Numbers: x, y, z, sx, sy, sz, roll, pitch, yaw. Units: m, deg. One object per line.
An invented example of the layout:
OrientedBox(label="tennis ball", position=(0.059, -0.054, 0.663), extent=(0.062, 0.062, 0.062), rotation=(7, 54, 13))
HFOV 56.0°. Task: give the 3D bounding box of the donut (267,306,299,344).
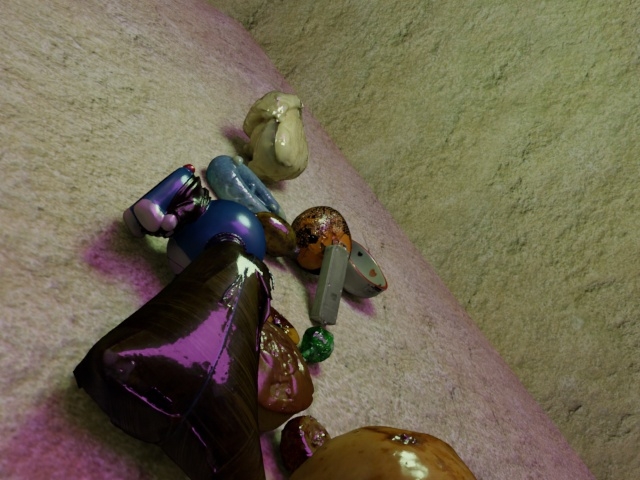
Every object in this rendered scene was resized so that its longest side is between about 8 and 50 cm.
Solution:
OrientedBox(label="donut", position=(-0.121, 0.225, 1.512), extent=(0.140, 0.059, 0.140), rotation=(38, 18, -15))

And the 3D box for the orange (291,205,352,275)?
OrientedBox(label="orange", position=(0.000, 0.000, 1.992), extent=(0.234, 0.182, 0.235), rotation=(3, 85, -37))

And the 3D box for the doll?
OrientedBox(label="doll", position=(-0.268, -0.010, 1.376), extent=(0.310, 0.240, 0.284), rotation=(50, -11, -16))

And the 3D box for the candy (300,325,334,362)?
OrientedBox(label="candy", position=(-0.056, 0.303, 1.522), extent=(0.097, 0.097, 0.323), rotation=(51, 27, 8))

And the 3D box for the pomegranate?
OrientedBox(label="pomegranate", position=(0.110, 0.531, 1.022), extent=(0.410, 0.410, 0.410), rotation=(42, 20, -19))

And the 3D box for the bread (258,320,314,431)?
OrientedBox(label="bread", position=(-0.138, 0.266, 1.262), extent=(0.270, 0.148, 0.270), rotation=(42, 20, -19))

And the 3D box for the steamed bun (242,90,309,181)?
OrientedBox(label="steamed bun", position=(-0.183, -0.393, 2.305), extent=(0.325, 0.230, 0.373), rotation=(44, 43, -64))

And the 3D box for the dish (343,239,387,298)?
OrientedBox(label="dish", position=(0.120, 0.112, 2.196), extent=(0.256, 0.117, 0.256), rotation=(42, 20, -20))

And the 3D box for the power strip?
OrientedBox(label="power strip", position=(0.031, 0.134, 1.850), extent=(0.078, 0.052, 0.272), rotation=(30, 61, -39))

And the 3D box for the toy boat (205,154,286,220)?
OrientedBox(label="toy boat", position=(-0.220, -0.155, 1.952), extent=(0.330, 0.123, 0.215), rotation=(45, 20, -15))

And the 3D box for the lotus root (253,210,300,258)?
OrientedBox(label="lotus root", position=(-0.144, -0.016, 1.853), extent=(0.209, 0.120, 0.120), rotation=(39, 21, -21))

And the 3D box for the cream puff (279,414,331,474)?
OrientedBox(label="cream puff", position=(-0.029, 0.442, 1.266), extent=(0.149, 0.084, 0.149), rotation=(46, 19, -21))

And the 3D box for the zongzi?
OrientedBox(label="zongzi", position=(-0.142, 0.244, 1.065), extent=(0.432, 0.208, 0.403), rotation=(45, 43, -4))
